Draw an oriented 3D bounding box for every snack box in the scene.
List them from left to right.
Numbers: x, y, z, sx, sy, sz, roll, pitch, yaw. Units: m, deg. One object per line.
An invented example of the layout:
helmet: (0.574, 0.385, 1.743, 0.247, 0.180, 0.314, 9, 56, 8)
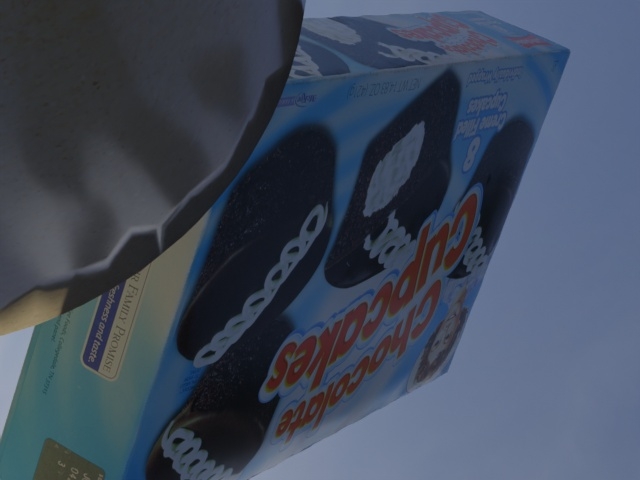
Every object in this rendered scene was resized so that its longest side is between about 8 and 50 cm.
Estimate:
snack box: (0.000, 0.000, 0.697, 0.060, 0.322, 0.187, 27, -70, 22)

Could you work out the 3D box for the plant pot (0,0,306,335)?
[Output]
plant pot: (-0.123, -0.121, 0.375, 0.256, 0.256, 0.274, -63, 178, -13)
